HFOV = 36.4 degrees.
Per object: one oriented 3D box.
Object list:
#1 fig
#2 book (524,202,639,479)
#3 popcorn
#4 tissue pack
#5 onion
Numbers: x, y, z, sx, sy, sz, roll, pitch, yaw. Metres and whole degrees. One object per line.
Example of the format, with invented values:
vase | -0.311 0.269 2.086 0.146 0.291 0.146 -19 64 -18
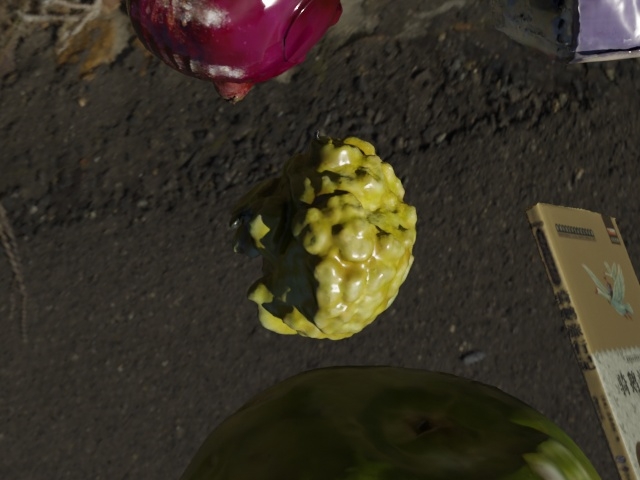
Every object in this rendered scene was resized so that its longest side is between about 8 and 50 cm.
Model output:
fig | 0.006 0.204 0.482 0.233 0.233 0.314 35 105 -1
book | 0.309 0.113 0.995 0.021 0.217 0.310 -26 72 33
popcorn | 0.001 -0.001 0.997 0.189 0.218 0.169 -32 127 32
tissue pack | 0.342 -0.250 0.892 0.344 0.242 0.125 -10 111 -4
onion | -0.051 -0.173 0.740 0.135 0.173 0.198 28 151 25
